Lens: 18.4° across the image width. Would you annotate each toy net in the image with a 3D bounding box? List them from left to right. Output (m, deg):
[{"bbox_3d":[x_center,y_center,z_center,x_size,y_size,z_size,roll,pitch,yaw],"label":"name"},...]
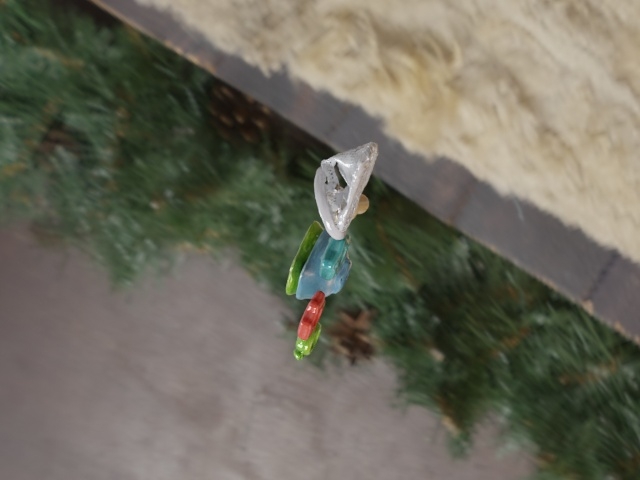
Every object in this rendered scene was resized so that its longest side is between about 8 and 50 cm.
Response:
[{"bbox_3d":[0.000,0.000,1.599,0.045,0.232,0.122,24,58,8],"label":"toy net"}]
